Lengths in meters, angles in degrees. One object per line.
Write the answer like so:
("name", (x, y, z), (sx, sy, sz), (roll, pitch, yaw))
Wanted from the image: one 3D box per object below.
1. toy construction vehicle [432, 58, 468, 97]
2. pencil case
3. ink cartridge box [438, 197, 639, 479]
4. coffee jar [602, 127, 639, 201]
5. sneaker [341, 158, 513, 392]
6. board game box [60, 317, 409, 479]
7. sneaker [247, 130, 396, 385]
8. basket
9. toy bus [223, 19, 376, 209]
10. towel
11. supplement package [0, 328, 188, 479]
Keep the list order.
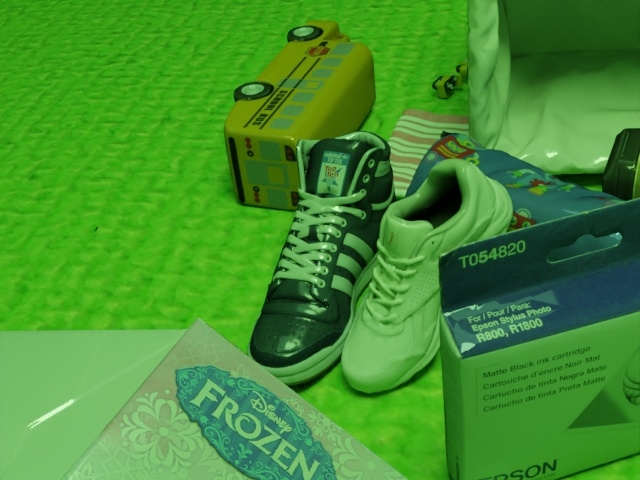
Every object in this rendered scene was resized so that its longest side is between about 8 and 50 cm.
("toy construction vehicle", (0.218, -0.228, 1.221), (0.086, 0.035, 0.098), (3, 33, 34))
("pencil case", (0.228, -0.013, 0.841), (0.306, 0.119, 0.133), (25, 32, 38))
("ink cartridge box", (0.197, 0.081, 0.625), (0.223, 0.224, 0.045), (-15, 36, -8))
("coffee jar", (0.386, -0.063, 0.876), (0.184, 0.079, 0.096), (10, 47, 26))
("sneaker", (0.075, 0.023, 0.765), (0.090, 0.115, 0.232), (25, 82, 38))
("board game box", (-0.031, 0.246, 0.433), (0.318, 0.066, 0.318), (37, 45, -1))
("sneaker", (0.000, 0.000, 0.837), (0.099, 0.153, 0.282), (9, 39, 24))
("basket", (0.330, -0.277, 0.961), (0.331, 0.328, 0.266), (-1, 40, 9))
("toy bus", (-0.019, -0.178, 1.128), (0.130, 0.108, 0.333), (7, 38, 20))
("towel", (0.145, -0.109, 1.067), (0.144, 0.029, 0.197), (6, 38, 20))
("supplement package", (-0.197, 0.202, 0.604), (0.204, 0.145, 0.262), (-1, 35, 9))
